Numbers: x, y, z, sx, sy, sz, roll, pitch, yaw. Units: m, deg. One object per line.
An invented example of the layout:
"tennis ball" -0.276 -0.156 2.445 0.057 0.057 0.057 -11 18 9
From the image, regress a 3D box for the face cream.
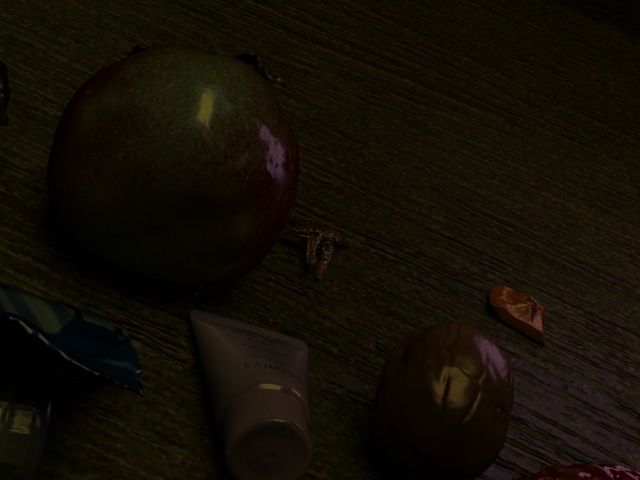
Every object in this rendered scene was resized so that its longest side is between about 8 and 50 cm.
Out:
"face cream" -0.068 0.162 1.298 0.154 0.096 0.274 15 22 -16

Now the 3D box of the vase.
"vase" -0.396 0.143 1.026 0.298 0.143 0.143 17 34 -24

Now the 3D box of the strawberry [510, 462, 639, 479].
"strawberry" 0.188 0.343 1.069 0.351 0.312 0.267 1 17 -9

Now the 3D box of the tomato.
"tomato" -0.170 -0.077 1.394 0.303 0.303 0.239 19 49 -15

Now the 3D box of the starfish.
"starfish" 0.001 -0.005 1.610 0.130 0.041 0.133 -4 45 -43

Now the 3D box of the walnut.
"walnut" 0.141 0.184 1.337 0.167 0.167 0.207 26 41 -4

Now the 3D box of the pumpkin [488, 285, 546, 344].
"pumpkin" 0.291 0.101 1.691 0.101 0.035 0.073 31 35 -2

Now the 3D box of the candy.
"candy" -0.254 0.093 1.124 0.187 0.077 0.331 26 -9 -7

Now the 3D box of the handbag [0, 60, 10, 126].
"handbag" -0.515 -0.167 1.319 0.301 0.178 0.275 8 23 -31
